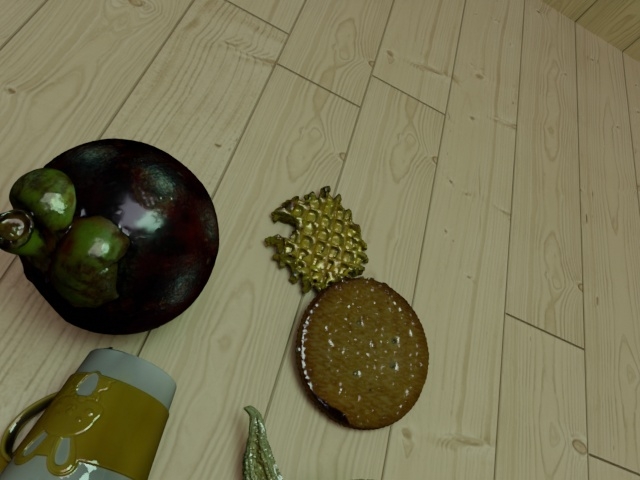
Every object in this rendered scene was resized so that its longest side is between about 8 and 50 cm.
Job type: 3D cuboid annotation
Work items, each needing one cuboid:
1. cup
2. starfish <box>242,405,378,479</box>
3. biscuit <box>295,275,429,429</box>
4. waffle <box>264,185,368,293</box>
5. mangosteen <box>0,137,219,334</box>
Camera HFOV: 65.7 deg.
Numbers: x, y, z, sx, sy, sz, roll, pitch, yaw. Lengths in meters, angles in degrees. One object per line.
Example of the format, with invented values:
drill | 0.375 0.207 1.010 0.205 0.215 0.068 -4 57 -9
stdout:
cup | -0.344 0.283 0.710 0.241 0.185 0.226 8 51 14
starfish | -0.059 0.465 0.754 0.357 0.078 0.347 36 65 13
biscuit | 0.088 0.219 0.989 0.305 0.038 0.306 9 69 -24
waffle | 0.000 0.000 1.067 0.228 0.051 0.232 -30 81 -36
mangosteen | -0.325 0.005 0.746 0.306 0.306 0.359 47 30 3
